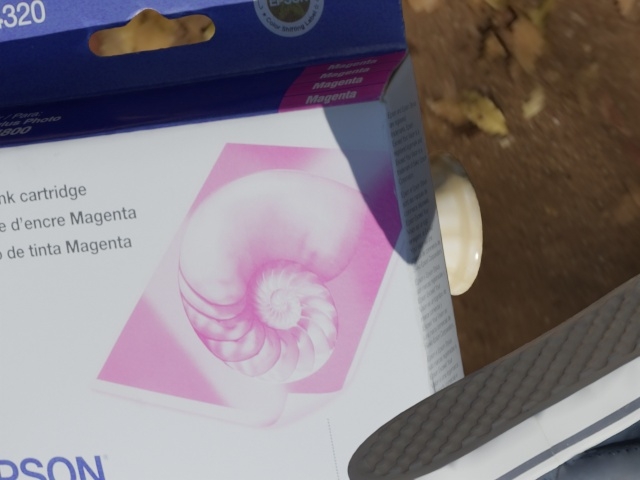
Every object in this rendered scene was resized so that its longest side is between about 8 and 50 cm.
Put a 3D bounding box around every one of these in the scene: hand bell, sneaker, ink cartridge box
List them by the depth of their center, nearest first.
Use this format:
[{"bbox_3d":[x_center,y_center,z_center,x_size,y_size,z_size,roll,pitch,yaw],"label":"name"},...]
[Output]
[{"bbox_3d":[0.179,0.085,0.890,0.321,0.126,0.127,-28,104,-3],"label":"sneaker"},{"bbox_3d":[-0.091,0.003,1.084,0.324,0.071,0.330,-6,101,23],"label":"ink cartridge box"},{"bbox_3d":[0.000,0.000,1.545,0.242,0.126,0.126,-8,102,-22],"label":"hand bell"}]
